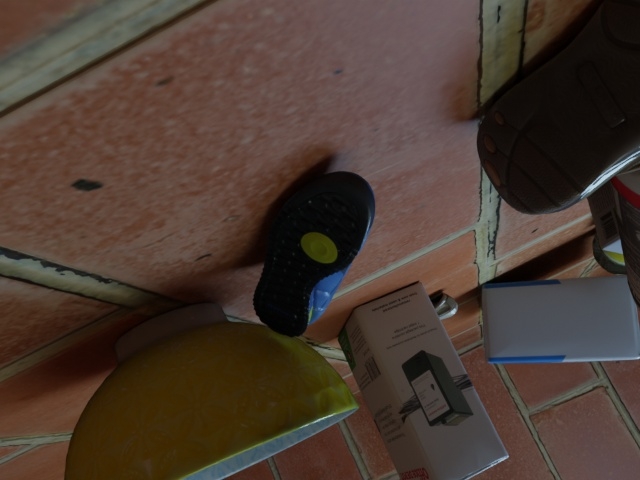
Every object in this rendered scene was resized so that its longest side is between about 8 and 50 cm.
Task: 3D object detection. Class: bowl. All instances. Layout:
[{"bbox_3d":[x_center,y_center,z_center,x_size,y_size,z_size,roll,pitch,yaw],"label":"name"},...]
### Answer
[{"bbox_3d":[-0.123,0.155,0.695,0.290,0.156,0.289,-23,164,-7],"label":"bowl"}]

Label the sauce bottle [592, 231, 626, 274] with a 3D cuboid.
[{"bbox_3d":[0.677,-0.002,1.455,0.345,0.111,0.111,-9,157,-48],"label":"sauce bottle"}]

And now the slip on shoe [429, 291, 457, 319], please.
[{"bbox_3d":[0.181,0.133,1.278,0.135,0.051,0.041,-26,126,30],"label":"slip on shoe"}]

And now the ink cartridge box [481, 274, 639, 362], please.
[{"bbox_3d":[0.516,0.180,1.529,0.286,0.166,0.395,-5,170,18],"label":"ink cartridge box"}]

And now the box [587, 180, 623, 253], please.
[{"bbox_3d":[0.439,-0.042,0.862,0.203,0.114,0.103,11,147,-24],"label":"box"}]

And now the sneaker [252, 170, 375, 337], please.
[{"bbox_3d":[0.000,0.000,0.588,0.082,0.069,0.209,-54,174,-38],"label":"sneaker"}]

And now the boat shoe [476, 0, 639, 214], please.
[{"bbox_3d":[0.244,-0.124,0.462,0.117,0.123,0.324,-18,172,-36],"label":"boat shoe"}]

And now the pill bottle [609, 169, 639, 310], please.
[{"bbox_3d":[0.376,-0.005,0.661,0.176,0.176,0.318,-27,132,6],"label":"pill bottle"}]

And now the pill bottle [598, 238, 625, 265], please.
[{"bbox_3d":[0.543,-0.018,1.218,0.103,0.103,0.184,-28,164,8],"label":"pill bottle"}]

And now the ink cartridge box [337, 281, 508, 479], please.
[{"bbox_3d":[0.149,0.242,1.120,0.122,0.289,0.211,-21,163,-14],"label":"ink cartridge box"}]
